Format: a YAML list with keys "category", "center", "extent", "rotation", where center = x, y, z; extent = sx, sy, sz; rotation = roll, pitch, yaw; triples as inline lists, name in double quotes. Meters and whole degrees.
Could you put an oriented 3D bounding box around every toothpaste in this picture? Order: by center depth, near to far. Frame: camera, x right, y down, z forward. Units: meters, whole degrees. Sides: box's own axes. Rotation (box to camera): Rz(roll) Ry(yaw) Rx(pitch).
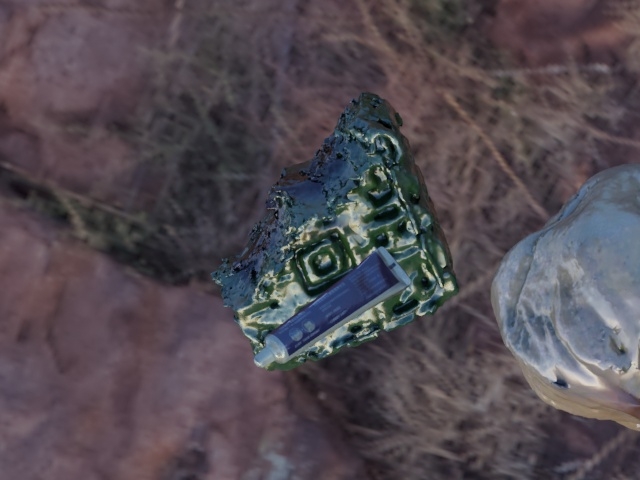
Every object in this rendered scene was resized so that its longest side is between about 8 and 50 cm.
- category: "toothpaste"
  center: [0.006, 0.052, 1.263]
  extent: [0.037, 0.140, 0.021]
  rotation: [52, 151, 8]

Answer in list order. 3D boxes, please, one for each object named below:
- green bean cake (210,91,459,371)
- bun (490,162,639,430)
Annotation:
- category: "green bean cake"
  center: [0.000, 0.000, 1.512]
  extent: [0.208, 0.193, 0.107]
  rotation: [-23, 33, 6]
- category: "bun"
  center: [0.295, 0.069, 1.624]
  extent: [0.281, 0.281, 0.204]
  rotation: [-37, 40, 22]
